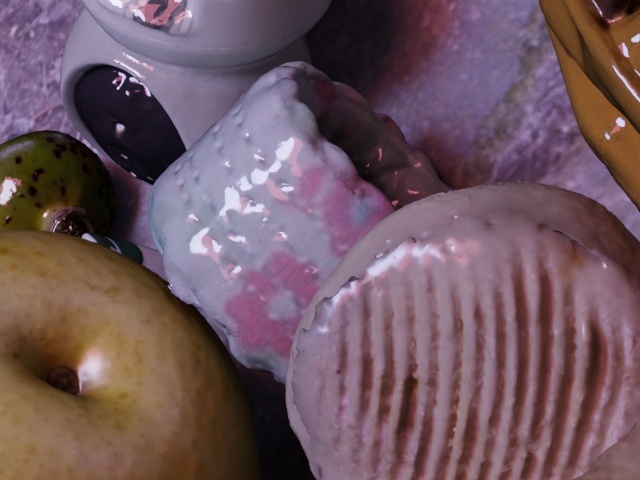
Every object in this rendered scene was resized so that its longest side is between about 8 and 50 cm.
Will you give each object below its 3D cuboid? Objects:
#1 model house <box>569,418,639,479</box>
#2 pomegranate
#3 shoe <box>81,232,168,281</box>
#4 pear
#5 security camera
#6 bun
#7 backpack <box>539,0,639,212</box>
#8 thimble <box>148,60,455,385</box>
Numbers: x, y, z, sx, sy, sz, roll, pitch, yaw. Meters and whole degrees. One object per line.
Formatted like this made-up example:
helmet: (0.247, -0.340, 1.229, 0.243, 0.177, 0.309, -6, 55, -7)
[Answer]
model house: (0.220, 0.241, 0.624, 0.400, 0.395, 0.445, -39, 39, -4)
pomegranate: (-0.219, -0.024, 1.358, 0.130, 0.130, 0.130, -17, 60, 33)
shoe: (-0.218, 0.094, 1.306, 0.265, 0.110, 0.095, -46, 49, 10)
pear: (-0.205, 0.171, 1.105, 0.348, 0.348, 0.348, -17, 60, 33)
security camera: (-0.092, -0.139, 1.236, 0.236, 0.194, 0.194, 101, 149, -43)
bun: (0.104, 0.075, 0.982, 0.239, 0.239, 0.141, -40, 11, 19)
backpack: (0.285, -0.160, 0.943, 0.353, 0.201, 0.378, -45, 46, 21)
thimble: (0.000, 0.000, 1.115, 0.149, 0.185, 0.211, -43, 57, 18)
